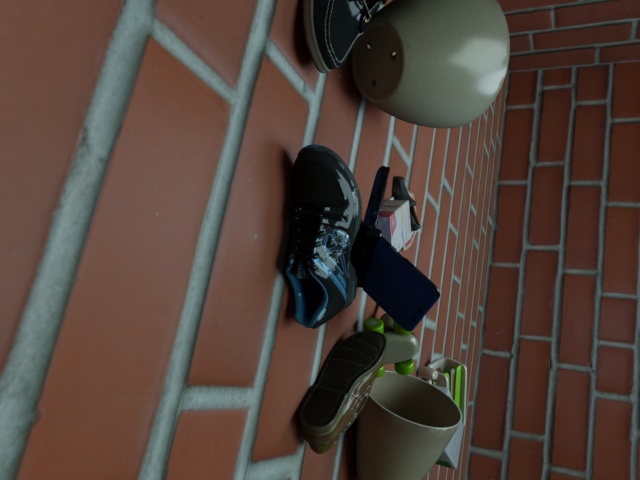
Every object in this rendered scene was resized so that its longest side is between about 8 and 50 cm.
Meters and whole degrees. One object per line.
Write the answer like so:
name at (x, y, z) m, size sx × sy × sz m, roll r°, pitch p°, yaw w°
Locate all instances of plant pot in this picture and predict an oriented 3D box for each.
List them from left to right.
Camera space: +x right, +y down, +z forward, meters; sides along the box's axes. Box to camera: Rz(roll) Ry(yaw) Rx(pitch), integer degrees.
plant pot at (0.193, 0.519, 1.235) m, size 0.256 × 0.256 × 0.274 m, roll -5°, pitch 113°, yaw -63°

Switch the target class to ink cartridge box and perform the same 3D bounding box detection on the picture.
ink cartridge box at (0.198, -0.043, 1.323) m, size 0.198 × 0.067 × 0.115 m, roll -38°, pitch 126°, yaw -56°

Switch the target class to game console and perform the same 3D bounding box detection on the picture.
game console at (0.164, 0.028, 1.048) m, size 0.293 × 0.173 × 0.250 m, roll 96°, pitch 10°, yaw -65°

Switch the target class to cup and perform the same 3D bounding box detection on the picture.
cup at (0.211, -0.409, 1.088) m, size 0.237 × 0.331 × 0.331 m, roll -16°, pitch 110°, yaw -34°

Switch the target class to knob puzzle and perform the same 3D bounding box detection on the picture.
knob puzzle at (0.285, -0.060, 1.533) m, size 0.213 × 0.030 × 0.213 m, roll -13°, pitch 105°, yaw -62°

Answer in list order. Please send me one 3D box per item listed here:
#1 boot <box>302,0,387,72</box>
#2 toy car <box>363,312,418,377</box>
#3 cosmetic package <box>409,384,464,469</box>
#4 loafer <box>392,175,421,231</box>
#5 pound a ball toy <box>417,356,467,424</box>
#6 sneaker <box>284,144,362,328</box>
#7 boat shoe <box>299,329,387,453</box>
boot at (0.138, -0.484, 0.908) m, size 0.138 × 0.284 × 0.377 m, roll 57°, pitch 44°, yaw -49°
toy car at (0.172, 0.243, 1.295) m, size 0.188 × 0.149 × 0.155 m, roll -96°, pitch -179°, yaw -66°
cosmetic package at (0.317, 0.568, 1.500) m, size 0.365 × 0.197 × 0.155 m, roll 57°, pitch 46°, yaw -47°
loafer at (0.255, -0.108, 1.418) m, size 0.062 × 0.061 × 0.170 m, roll -25°, pitch 104°, yaw -53°
pound a ball toy at (0.443, 0.591, 1.856) m, size 0.208 × 0.135 × 0.319 m, roll -14°, pitch 108°, yaw -35°
sneaker at (0.000, 0.000, 0.884) m, size 0.139 × 0.125 × 0.341 m, roll -36°, pitch 124°, yaw -54°
boat shoe at (0.054, 0.324, 1.067) m, size 0.307 × 0.110 × 0.104 m, roll -41°, pitch 133°, yaw -42°
